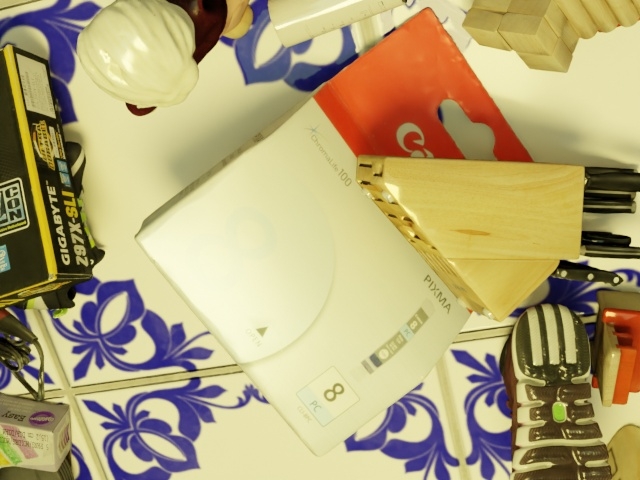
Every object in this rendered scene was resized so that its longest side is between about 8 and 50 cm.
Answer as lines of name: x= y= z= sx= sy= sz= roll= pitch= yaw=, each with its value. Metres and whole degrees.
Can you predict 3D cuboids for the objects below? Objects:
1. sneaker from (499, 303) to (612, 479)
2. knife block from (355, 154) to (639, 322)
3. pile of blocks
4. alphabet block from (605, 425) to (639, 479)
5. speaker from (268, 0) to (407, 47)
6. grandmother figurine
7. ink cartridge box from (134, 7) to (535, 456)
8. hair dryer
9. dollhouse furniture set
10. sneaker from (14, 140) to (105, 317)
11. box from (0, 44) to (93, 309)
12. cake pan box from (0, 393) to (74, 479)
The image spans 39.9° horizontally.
sneaker: x=0.256 y=0.213 z=0.998 sx=0.106 sy=0.162 sz=0.281 roll=1 pitch=86 yaw=2
knife block: x=0.207 y=-0.050 z=0.895 sx=0.242 sy=0.088 sz=0.275 roll=-44 pitch=106 yaw=-8
pile of blocks: x=0.313 y=-0.277 z=0.831 sx=0.362 sy=0.149 sz=0.112 roll=-22 pitch=152 yaw=27
alphabet block: x=0.406 y=0.374 z=1.036 sx=0.192 sy=0.197 sz=0.193 roll=26 pitch=115 yaw=-4
speaker: x=0.016 y=-0.245 z=0.903 sx=0.136 sy=0.055 sz=0.055 roll=-17 pitch=110 yaw=16
grandmother figurine: x=-0.123 y=-0.196 z=0.787 sx=0.104 sy=0.342 sz=0.208 roll=26 pitch=114 yaw=-3
ink cartridge box: x=0.053 y=-0.006 z=0.923 sx=0.385 sy=0.091 sz=0.308 roll=-37 pitch=104 yaw=2
hair dryer: x=-0.430 y=0.067 z=1.073 sx=0.223 sy=0.080 sz=0.293 roll=-20 pitch=91 yaw=25
dollhouse furniture set: x=0.433 y=0.130 z=0.958 sx=0.259 sy=0.135 sz=0.262 roll=4 pitch=114 yaw=7
sneaker: x=-0.303 y=-0.011 z=1.058 sx=0.097 sy=0.084 sz=0.234 roll=14 pitch=118 yaw=-24
box: x=-0.425 y=-0.038 z=0.983 sx=0.322 sy=0.079 sz=0.257 roll=-17 pitch=83 yaw=20
cake pan box: x=-0.469 y=0.327 z=1.225 sx=0.267 sy=0.070 sz=0.245 roll=9 pitch=117 yaw=5
